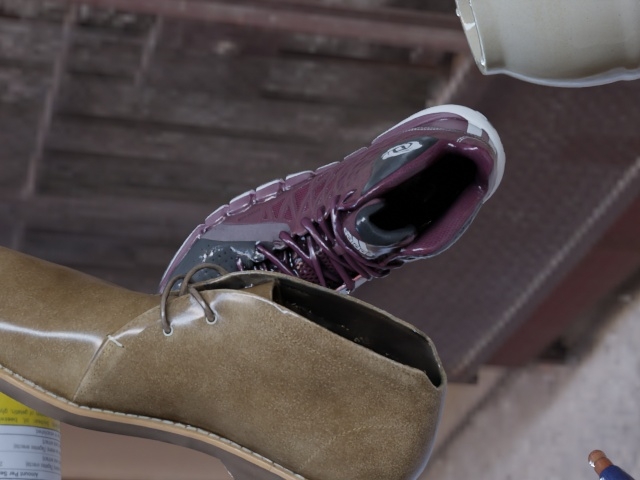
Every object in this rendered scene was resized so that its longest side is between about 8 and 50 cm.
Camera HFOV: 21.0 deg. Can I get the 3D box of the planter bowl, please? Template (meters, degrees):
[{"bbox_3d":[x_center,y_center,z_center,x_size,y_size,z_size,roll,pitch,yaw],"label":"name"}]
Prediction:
[{"bbox_3d":[0.150,-0.176,1.200,0.162,0.109,0.162,-16,-90,-90],"label":"planter bowl"}]

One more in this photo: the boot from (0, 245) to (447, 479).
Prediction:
[{"bbox_3d":[-0.077,0.048,0.936,0.112,0.305,0.115,-68,0,-58],"label":"boot"}]

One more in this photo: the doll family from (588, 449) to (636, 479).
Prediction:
[{"bbox_3d":[0.191,0.154,0.729,0.111,0.193,0.076,-8,-62,-57],"label":"doll family"}]

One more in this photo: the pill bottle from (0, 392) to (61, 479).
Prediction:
[{"bbox_3d":[-0.250,0.160,1.211,0.136,0.136,0.246,135,134,-71],"label":"pill bottle"}]

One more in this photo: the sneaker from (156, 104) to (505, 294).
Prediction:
[{"bbox_3d":[0.000,0.000,1.167,0.106,0.281,0.162,55,-175,-6],"label":"sneaker"}]
